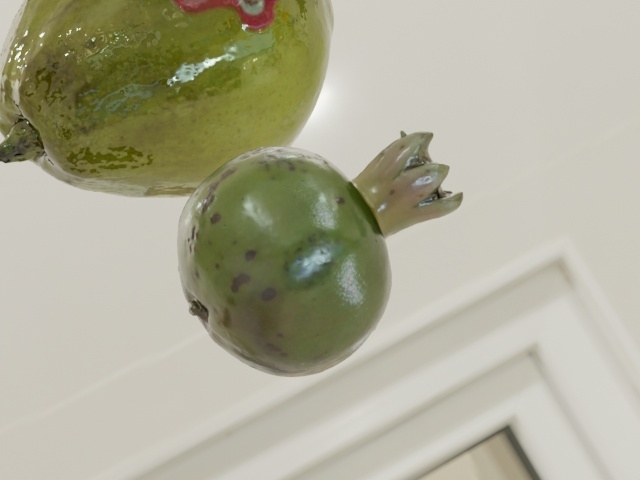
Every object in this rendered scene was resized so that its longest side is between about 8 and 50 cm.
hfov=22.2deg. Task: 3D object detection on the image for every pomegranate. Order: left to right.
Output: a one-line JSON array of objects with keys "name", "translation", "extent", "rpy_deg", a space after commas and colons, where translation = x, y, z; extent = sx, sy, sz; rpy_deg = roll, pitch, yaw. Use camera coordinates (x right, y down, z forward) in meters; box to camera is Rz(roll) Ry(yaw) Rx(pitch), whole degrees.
[{"name": "pomegranate", "translation": [0.000, 0.000, 0.775], "extent": [0.142, 0.114, 0.114], "rpy_deg": [-31, -11, -8]}]

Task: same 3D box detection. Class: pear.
[{"name": "pear", "translation": [-0.166, -0.169, 1.578], "extent": [0.375, 0.287, 0.287], "rpy_deg": [-34, -8, -26]}]
